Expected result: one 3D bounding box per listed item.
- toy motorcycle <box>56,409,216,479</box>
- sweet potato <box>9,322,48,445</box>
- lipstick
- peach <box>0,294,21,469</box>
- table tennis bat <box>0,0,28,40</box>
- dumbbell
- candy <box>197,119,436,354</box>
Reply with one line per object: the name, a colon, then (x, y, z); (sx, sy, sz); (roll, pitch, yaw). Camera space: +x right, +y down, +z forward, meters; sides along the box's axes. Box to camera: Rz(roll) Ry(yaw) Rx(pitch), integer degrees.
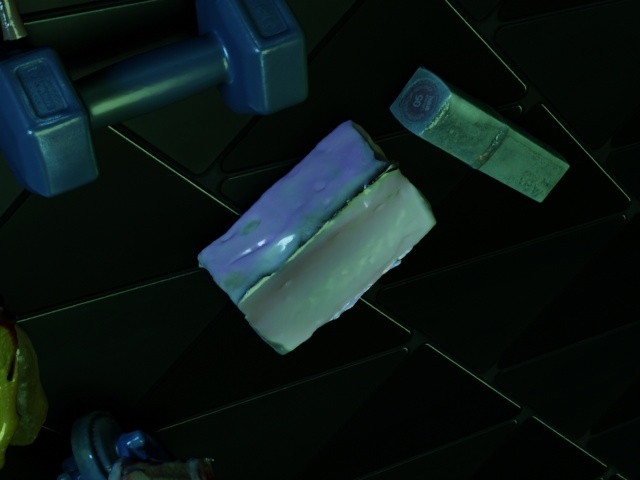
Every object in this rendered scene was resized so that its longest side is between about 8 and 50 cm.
toy motorcycle: (-0.230, 0.364, 1.721); (0.319, 0.182, 0.241); (49, 49, -47)
sweet potato: (-0.358, 0.147, 1.560); (0.081, 0.062, 0.233); (-25, 132, -17)
lipstick: (0.209, -0.128, 1.747); (0.290, 0.077, 0.076); (21, 109, -46)
peach: (-0.448, 0.168, 1.412); (0.257, 0.201, 0.361); (-54, 163, -34)
table tennis bat: (-0.301, -0.281, 1.287); (0.108, 0.119, 0.169); (-12, 111, 4)
dumbbell: (-0.174, -0.159, 1.383); (0.316, 0.156, 0.143); (-23, 105, -21)
candy: (0.000, 0.000, 1.665); (0.265, 0.116, 0.155); (-43, 139, 0)
